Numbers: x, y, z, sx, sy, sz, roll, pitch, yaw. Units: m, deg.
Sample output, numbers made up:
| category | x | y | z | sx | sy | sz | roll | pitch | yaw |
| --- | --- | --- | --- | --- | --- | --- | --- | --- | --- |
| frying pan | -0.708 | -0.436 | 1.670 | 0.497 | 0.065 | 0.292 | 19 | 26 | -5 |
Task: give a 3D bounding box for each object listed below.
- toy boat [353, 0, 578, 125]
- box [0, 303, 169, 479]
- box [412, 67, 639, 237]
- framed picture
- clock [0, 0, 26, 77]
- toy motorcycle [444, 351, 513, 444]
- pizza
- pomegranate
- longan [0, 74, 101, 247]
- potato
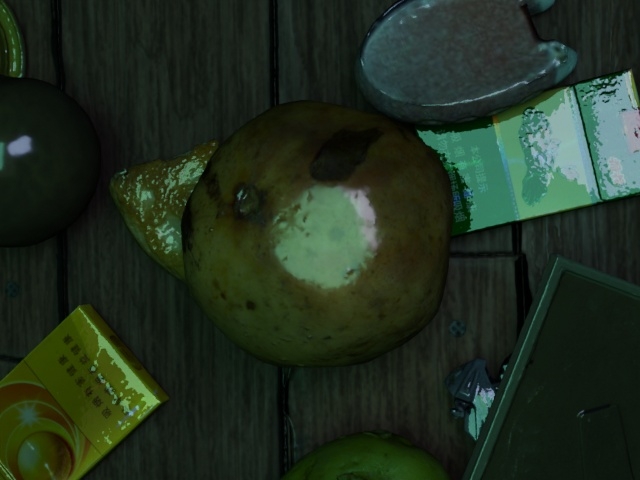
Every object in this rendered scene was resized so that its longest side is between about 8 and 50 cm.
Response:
| category | x | y | z | sx | sy | sz | roll | pitch | yaw |
| --- | --- | --- | --- | --- | --- | --- | --- | --- | --- |
| toy boat | 0.148 | -0.193 | 1.103 | 0.227 | 0.085 | 0.155 | -15 | 72 | 5 |
| box | -0.321 | 0.219 | 1.221 | 0.269 | 0.043 | 0.152 | -42 | 81 | 9 |
| box | 0.226 | -0.089 | 1.103 | 0.235 | 0.034 | 0.132 | -12 | 86 | 12 |
| framed picture | 0.276 | 0.207 | 1.047 | 0.247 | 0.022 | 0.335 | 19 | 94 | -15 |
| clock | -0.469 | -0.213 | 1.248 | 0.237 | 0.057 | 0.237 | 0 | 91 | 13 |
| toy motorcycle | 0.181 | 0.215 | 1.093 | 0.122 | 0.080 | 0.215 | 10 | 94 | 11 |
| pizza | -0.152 | -0.043 | 1.180 | 0.182 | 0.062 | 0.161 | 32 | 104 | 16 |
| pomegranate | 0.000 | 0.000 | 1.044 | 0.281 | 0.281 | 0.281 | 0 | 90 | 13 |
| longan | -0.351 | -0.090 | 1.157 | 0.212 | 0.198 | 0.198 | 23 | 95 | 1 |
| potato | 0.028 | 0.309 | 1.094 | 0.253 | 0.148 | 0.186 | -31 | 101 | 9 |
